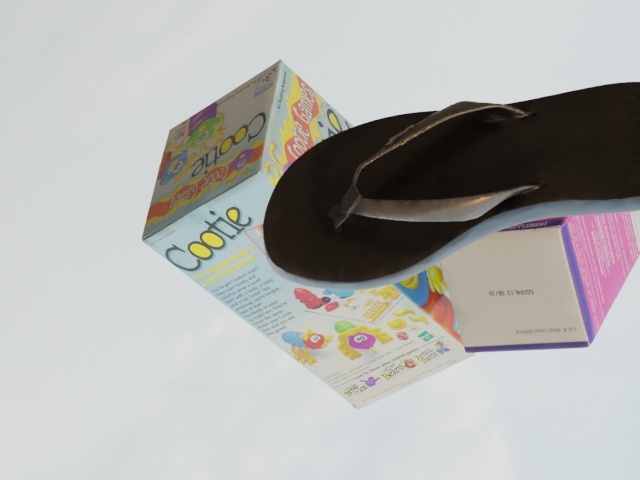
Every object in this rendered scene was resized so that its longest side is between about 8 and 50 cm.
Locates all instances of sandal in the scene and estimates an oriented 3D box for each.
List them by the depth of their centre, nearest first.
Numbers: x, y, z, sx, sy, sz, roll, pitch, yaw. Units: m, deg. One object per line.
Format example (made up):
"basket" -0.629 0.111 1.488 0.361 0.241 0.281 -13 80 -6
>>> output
"sandal" 0.084 -0.043 0.986 0.254 0.054 0.097 -16 -112 7

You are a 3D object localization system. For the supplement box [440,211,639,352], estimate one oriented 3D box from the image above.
"supplement box" 0.192 -0.010 1.436 0.111 0.114 0.220 -5 -156 28

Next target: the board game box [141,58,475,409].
"board game box" 0.000 0.000 1.516 0.144 0.275 0.142 -28 -144 33
